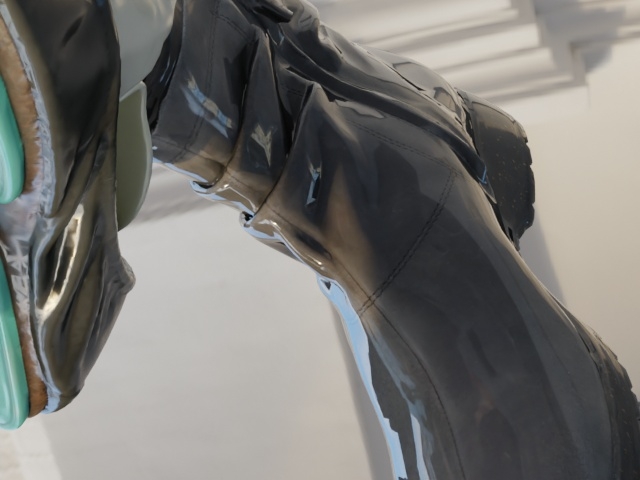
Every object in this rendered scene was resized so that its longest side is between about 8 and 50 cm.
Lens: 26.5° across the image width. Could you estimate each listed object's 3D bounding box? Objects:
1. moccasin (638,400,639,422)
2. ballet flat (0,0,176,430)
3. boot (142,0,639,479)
[{"bbox_3d":[0.275,0.162,0.576,0.342,0.138,0.117,34,-94,7],"label":"moccasin"},{"bbox_3d":[-0.095,-0.041,0.408,0.095,0.280,0.096,35,-119,11],"label":"ballet flat"},{"bbox_3d":[0.000,0.000,0.575,0.118,0.223,0.338,-45,-149,22],"label":"boot"}]
